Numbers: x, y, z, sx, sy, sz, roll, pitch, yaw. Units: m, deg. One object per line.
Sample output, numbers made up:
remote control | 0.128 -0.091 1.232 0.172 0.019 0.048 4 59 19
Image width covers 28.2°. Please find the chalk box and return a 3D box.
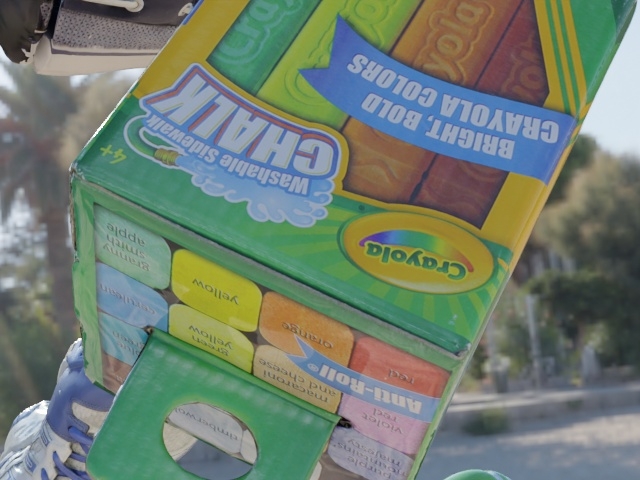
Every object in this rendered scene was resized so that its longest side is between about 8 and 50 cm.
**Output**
chalk box | 0.000 0.000 0.594 0.180 0.289 0.179 24 -34 8

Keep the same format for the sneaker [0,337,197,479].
sneaker | -0.160 0.164 0.878 0.112 0.131 0.296 26 -35 -13

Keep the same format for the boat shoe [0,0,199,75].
boat shoe | -0.063 -0.207 0.902 0.340 0.127 0.158 -18 -19 -39

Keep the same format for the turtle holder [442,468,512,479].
turtle holder | 0.050 0.305 0.904 0.243 0.227 0.320 -18 20 22
